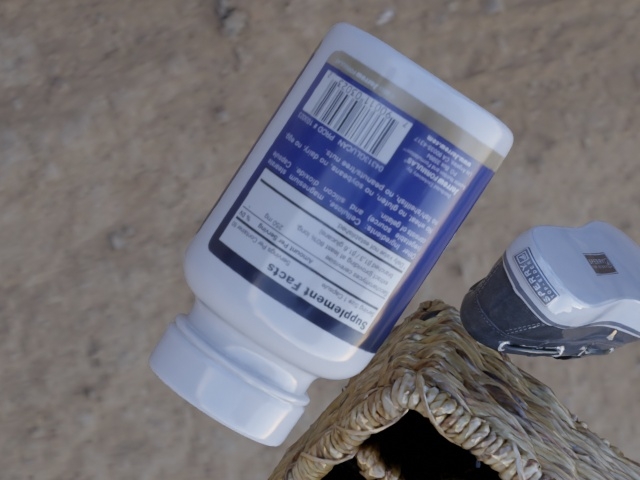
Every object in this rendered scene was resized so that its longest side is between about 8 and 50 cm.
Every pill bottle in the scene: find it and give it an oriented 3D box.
[{"bbox_3d":[0.000,0.000,0.776,0.094,0.094,0.169,31,95,-29],"label":"pill bottle"}]

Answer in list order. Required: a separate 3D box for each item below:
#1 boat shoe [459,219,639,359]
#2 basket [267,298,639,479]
[{"bbox_3d":[0.151,0.041,1.088,0.080,0.076,0.228,58,23,15],"label":"boat shoe"},{"bbox_3d":[0.103,0.216,1.106,0.299,0.213,0.223,41,12,-3],"label":"basket"}]
